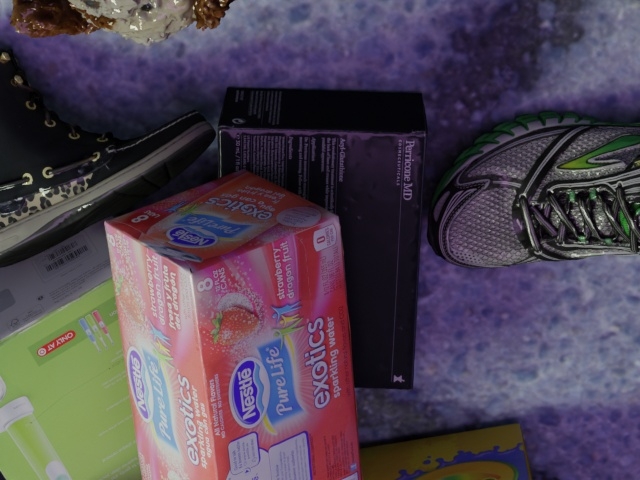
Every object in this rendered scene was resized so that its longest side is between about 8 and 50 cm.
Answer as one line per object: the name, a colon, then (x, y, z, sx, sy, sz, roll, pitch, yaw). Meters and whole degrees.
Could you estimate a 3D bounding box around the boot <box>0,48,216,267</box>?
boot: (-0.229, -0.101, 1.660, 0.236, 0.085, 0.179, -29, 81, 2)

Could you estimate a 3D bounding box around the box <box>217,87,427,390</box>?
box: (0.000, 0.000, 1.731, 0.184, 0.103, 0.261, 3, 116, 2)

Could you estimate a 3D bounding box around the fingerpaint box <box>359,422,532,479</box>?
fingerpaint box: (0.016, 0.405, 1.897, 0.444, 0.163, 0.371, -10, 116, 5)

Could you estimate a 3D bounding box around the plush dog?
plush dog: (-0.179, -0.263, 1.582, 0.262, 0.211, 0.225, 2, 136, 30)

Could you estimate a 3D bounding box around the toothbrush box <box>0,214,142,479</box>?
toothbrush box: (-0.207, 0.144, 1.732, 0.206, 0.122, 0.283, -31, 124, -7)

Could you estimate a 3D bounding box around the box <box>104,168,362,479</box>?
box: (-0.072, 0.113, 1.622, 0.154, 0.142, 0.300, -23, 121, -30)

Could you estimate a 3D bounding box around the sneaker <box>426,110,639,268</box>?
sneaker: (0.260, -0.045, 1.687, 0.343, 0.146, 0.134, -15, 116, 8)
